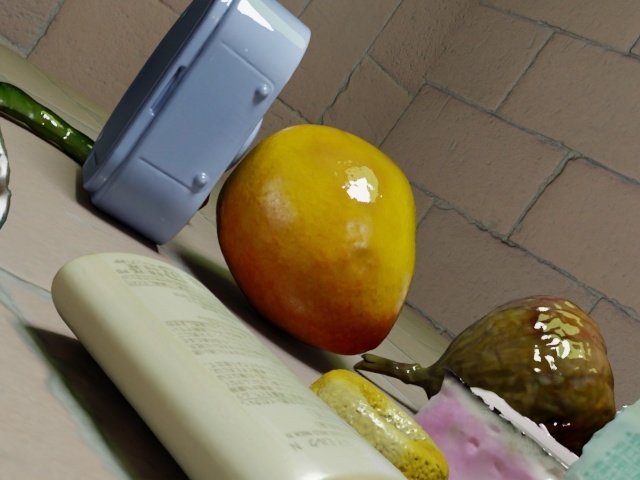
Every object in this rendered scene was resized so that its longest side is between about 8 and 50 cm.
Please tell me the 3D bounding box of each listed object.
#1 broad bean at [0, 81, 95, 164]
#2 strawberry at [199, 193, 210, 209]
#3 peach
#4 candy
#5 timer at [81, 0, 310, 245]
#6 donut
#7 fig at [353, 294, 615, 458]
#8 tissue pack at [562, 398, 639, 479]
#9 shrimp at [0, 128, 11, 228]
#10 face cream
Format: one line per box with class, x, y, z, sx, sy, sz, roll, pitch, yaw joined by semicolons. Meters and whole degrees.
broad bean;-0.443;-0.186;1.334;0.292;0.049;0.144;34;4;-27
strawberry;-0.252;-0.089;1.531;0.106;0.106;0.106;35;3;-2
peach;-0.004;-0.001;1.151;0.289;0.307;0.289;9;-38;7
candy;0.219;0.260;0.891;0.265;0.115;0.155;37;3;40
timer;-0.181;-0.190;1.229;0.173;0.395;0.395;33;3;-21
donut;0.050;0.181;0.772;0.162;0.065;0.178;35;2;-11
fig;0.231;0.218;1.231;0.369;0.286;0.286;4;-6;15
tissue pack;0.367;0.318;0.591;0.388;0.162;0.287;36;-18;50
shrimp;-0.273;-0.096;0.453;0.222;0.054;0.290;-14;75;-60
face cream;-0.031;0.129;0.532;0.348;0.081;0.173;37;3;39
